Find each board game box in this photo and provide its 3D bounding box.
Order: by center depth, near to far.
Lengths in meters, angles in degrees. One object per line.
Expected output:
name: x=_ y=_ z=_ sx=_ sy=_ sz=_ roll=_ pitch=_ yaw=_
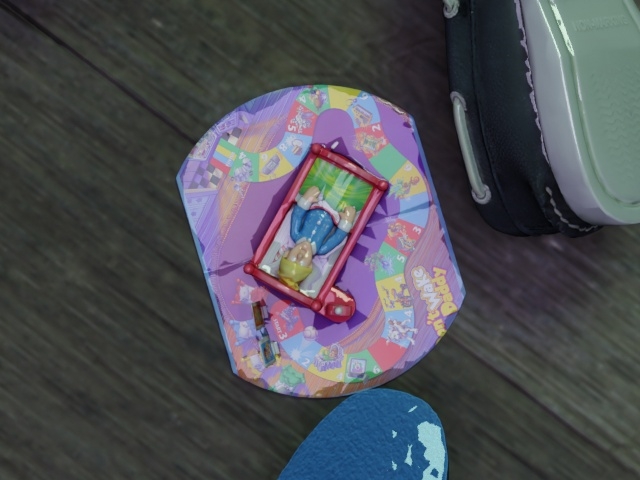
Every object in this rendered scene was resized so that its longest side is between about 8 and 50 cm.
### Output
board game box: x=0.000 y=0.000 z=0.651 sx=0.133 sy=0.033 sz=0.169 roll=-16 pitch=90 yaw=3

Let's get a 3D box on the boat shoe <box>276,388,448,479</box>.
boat shoe: x=-0.004 y=0.200 z=0.623 sx=0.109 sy=0.089 sz=0.258 roll=20 pitch=79 yaw=14

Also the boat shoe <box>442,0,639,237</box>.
boat shoe: x=0.097 y=-0.151 z=0.612 sx=0.114 sy=0.091 sz=0.303 roll=0 pitch=83 yaw=-41
